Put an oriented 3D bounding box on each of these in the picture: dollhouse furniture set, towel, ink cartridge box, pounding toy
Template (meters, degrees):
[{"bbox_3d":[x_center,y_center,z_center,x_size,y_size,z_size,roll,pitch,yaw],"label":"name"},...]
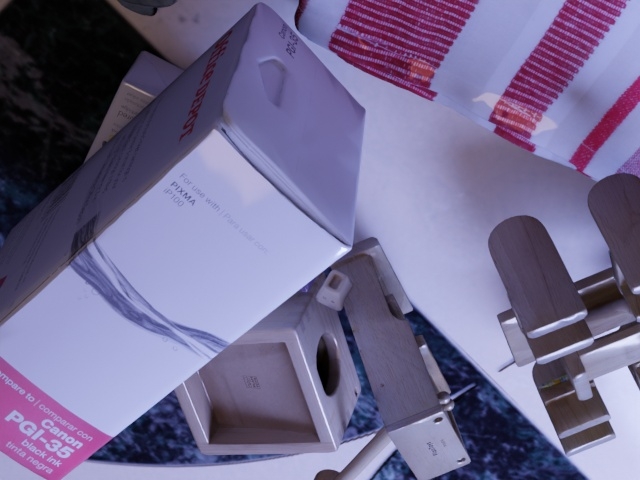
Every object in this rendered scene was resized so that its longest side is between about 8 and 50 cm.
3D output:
[{"bbox_3d":[0.000,0.000,0.937,0.091,0.114,0.081,26,153,11],"label":"dollhouse furniture set"},{"bbox_3d":[0.151,-0.144,0.785,0.329,0.037,0.237,27,147,0],"label":"towel"},{"bbox_3d":[0.151,0.053,0.915,0.242,0.161,0.212,-23,143,5],"label":"dollhouse furniture set"},{"bbox_3d":[-0.135,-0.034,0.949,0.115,0.067,0.198,26,121,-9],"label":"ink cartridge box"},{"bbox_3d":[-0.013,0.131,1.008,0.181,0.094,0.206,-5,121,22],"label":"pounding toy"},{"bbox_3d":[-0.109,-0.001,0.806,0.283,0.207,0.117,-38,111,24],"label":"ink cartridge box"}]

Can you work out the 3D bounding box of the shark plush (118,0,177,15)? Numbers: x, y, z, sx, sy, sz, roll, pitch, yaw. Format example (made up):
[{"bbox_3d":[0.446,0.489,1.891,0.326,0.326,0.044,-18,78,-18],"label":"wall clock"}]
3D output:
[{"bbox_3d":[-0.173,-0.208,0.849,0.161,0.067,0.073,26,121,-8],"label":"shark plush"}]
